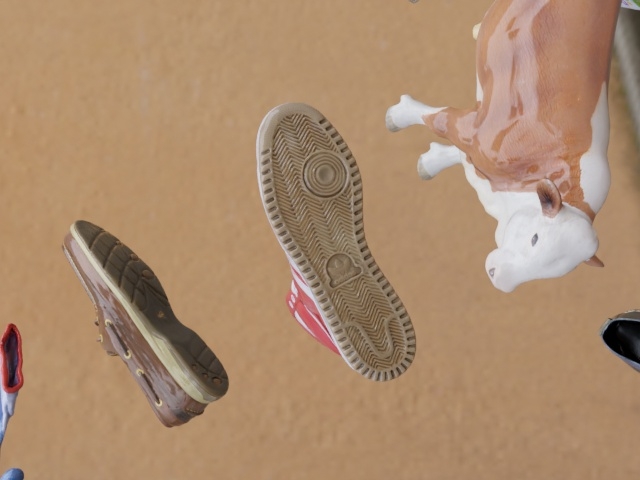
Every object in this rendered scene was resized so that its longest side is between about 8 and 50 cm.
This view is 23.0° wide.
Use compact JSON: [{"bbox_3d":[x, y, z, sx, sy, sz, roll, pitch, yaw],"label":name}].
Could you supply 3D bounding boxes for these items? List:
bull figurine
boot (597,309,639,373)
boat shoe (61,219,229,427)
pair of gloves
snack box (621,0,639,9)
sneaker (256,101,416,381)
[{"bbox_3d":[0.147,-0.116,1.174,0.188,0.101,0.310,10,86,39],"label":"bull figurine"},{"bbox_3d":[0.370,0.136,1.544,0.219,0.106,0.082,28,99,27],"label":"boot"},{"bbox_3d":[-0.144,0.063,1.180,0.060,0.064,0.178,-43,75,18],"label":"boat shoe"},{"bbox_3d":[-0.216,0.160,1.029,0.159,0.023,0.198,124,144,-52],"label":"pair of gloves"},{"bbox_3d":[0.238,-0.266,1.286,0.037,0.141,0.100,25,86,48],"label":"snack box"},{"bbox_3d":[0.000,0.000,0.653,0.067,0.042,0.118,-164,52,-78],"label":"sneaker"}]
